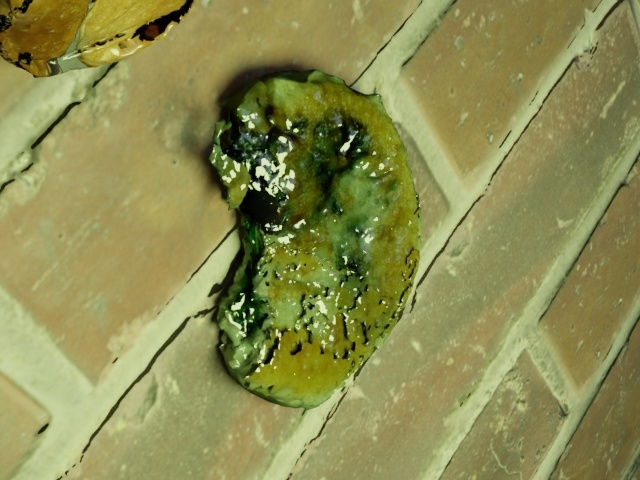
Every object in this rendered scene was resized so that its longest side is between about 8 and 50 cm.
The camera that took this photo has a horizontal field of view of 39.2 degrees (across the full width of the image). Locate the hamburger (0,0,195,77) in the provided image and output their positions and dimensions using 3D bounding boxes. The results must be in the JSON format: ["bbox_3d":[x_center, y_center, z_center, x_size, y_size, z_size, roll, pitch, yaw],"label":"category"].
[{"bbox_3d":[-0.170,-0.220,0.689,0.231,0.231,0.107,-32,80,-34],"label":"hamburger"}]

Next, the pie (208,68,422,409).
[{"bbox_3d":[0.000,0.000,0.979,0.296,0.078,0.371,-14,108,-42],"label":"pie"}]
